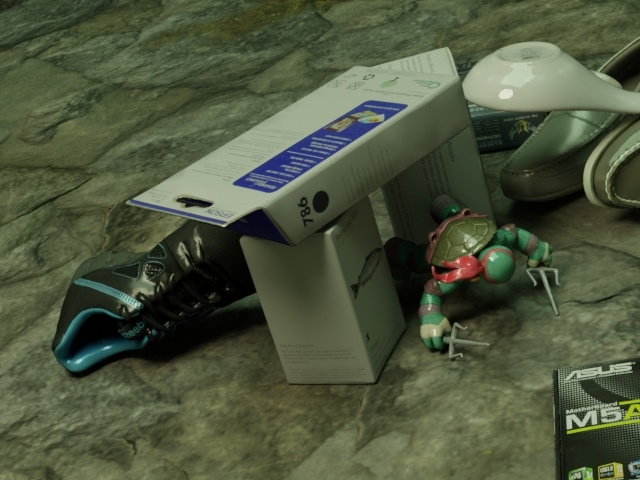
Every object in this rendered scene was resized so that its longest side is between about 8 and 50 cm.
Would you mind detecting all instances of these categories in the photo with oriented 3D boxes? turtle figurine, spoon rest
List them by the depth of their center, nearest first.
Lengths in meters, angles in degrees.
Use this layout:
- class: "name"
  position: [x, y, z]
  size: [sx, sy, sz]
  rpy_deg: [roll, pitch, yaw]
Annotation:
- class: "turtle figurine"
  position: [0.158, 0.023, 1.515]
  size: [0.175, 0.118, 0.234]
  rpy_deg: [-25, 23, -14]
- class: "spoon rest"
  position: [0.291, -0.175, 1.581]
  size: [0.276, 0.084, 0.137]
  rpy_deg: [-7, 25, 4]

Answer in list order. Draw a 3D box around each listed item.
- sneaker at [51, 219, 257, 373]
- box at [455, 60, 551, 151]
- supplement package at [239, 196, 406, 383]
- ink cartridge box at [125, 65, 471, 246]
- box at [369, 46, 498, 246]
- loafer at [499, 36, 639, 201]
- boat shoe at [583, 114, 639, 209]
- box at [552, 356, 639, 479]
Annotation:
- class: "sneaker"
  position: [-0.155, 0.057, 1.611]
  size: [0.341, 0.125, 0.140]
  rpy_deg: [-25, 27, 31]
- class: "box"
  position: [0.195, -0.177, 1.937]
  size: [0.232, 0.059, 0.183]
  rpy_deg: [-8, 27, 16]
- class: "supplement package"
  position: [0.006, 0.045, 1.484]
  size: [0.105, 0.179, 0.105]
  rpy_deg: [-3, 30, 27]
- class: "ink cartridge box"
  position: [-0.017, -0.078, 1.461]
  size: [0.332, 0.065, 0.165]
  rpy_deg: [-33, 30, -32]
- class: "box"
  position: [0.123, -0.103, 1.697]
  size: [0.119, 0.181, 0.182]
  rpy_deg: [-14, 27, 5]
- class: "loafer"
  position: [0.322, -0.150, 1.746]
  size: [0.112, 0.111, 0.319]
  rpy_deg: [11, 37, 44]
- class: "boat shoe"
  position: [0.434, -0.106, 1.598]
  size: [0.305, 0.109, 0.091]
  rpy_deg: [-21, 21, -16]
- class: "box"
  position: [0.295, 0.162, 1.236]
  size: [0.190, 0.045, 0.184]
  rpy_deg: [-10, 30, 14]
